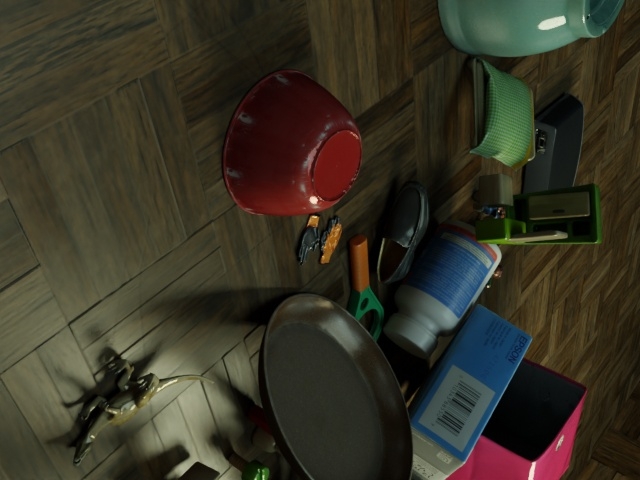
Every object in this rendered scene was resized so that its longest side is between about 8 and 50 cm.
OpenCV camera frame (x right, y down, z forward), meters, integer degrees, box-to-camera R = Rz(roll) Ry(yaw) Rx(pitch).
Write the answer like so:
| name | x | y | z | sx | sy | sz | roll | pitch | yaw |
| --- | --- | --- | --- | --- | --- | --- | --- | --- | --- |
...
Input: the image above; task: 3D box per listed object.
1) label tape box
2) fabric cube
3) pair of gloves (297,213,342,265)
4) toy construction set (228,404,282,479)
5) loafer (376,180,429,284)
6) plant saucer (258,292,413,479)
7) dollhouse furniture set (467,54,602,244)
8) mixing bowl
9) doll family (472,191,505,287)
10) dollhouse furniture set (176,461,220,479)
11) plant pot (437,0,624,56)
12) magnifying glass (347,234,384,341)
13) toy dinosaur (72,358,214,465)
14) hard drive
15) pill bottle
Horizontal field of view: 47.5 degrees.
| name | x | y | z | sx | sy | sz | roll | pitch | yaw |
| --- | --- | --- | --- | --- | --- | --- | --- | --- | --- |
| label tape box | 0.219 | 0.298 | 1.281 | 0.249 | 0.115 | 0.348 | -53 | 166 | -27 |
| fabric cube | 0.392 | 0.425 | 1.580 | 0.254 | 0.259 | 0.258 | -35 | 136 | -38 |
| pair of gloves | 0.000 | 0.000 | 1.014 | 0.083 | 0.010 | 0.074 | 3 | 108 | -53 |
| toy construction set | 0.028 | 0.372 | 1.079 | 0.257 | 0.237 | 0.309 | -54 | 144 | -16 |
| loafer | 0.125 | -0.008 | 1.122 | 0.061 | 0.062 | 0.170 | -33 | 136 | -61 |
| plant saucer | 0.017 | 0.222 | 0.993 | 0.050 | 0.310 | 0.310 | -31 | 158 | 28 |
| dollhouse furniture set | 0.350 | -0.145 | 1.178 | 0.197 | 0.151 | 0.301 | 6 | 82 | -56 |
| mixing bowl | -0.016 | -0.101 | 0.854 | 0.181 | 0.098 | 0.181 | -30 | 131 | -40 |
| doll family | 0.321 | -0.011 | 1.384 | 0.111 | 0.076 | 0.193 | 9 | 100 | -50 |
| dollhouse furniture set | -0.117 | 0.462 | 0.924 | 0.135 | 0.259 | 0.262 | -32 | 133 | -53 |
| plant pot | 0.331 | -0.397 | 1.049 | 0.293 | 0.196 | 0.293 | -31 | 134 | -39 |
| magnifying glass | 0.064 | 0.091 | 1.147 | 0.092 | 0.026 | 0.231 | -37 | 138 | -35 |
| toy dinosaur | -0.210 | 0.174 | 0.820 | 0.183 | 0.053 | 0.092 | -31 | 149 | -30 |
| hard drive | 0.490 | -0.163 | 1.531 | 0.172 | 0.054 | 0.254 | -36 | 136 | -36 |
| pill bottle | 0.202 | 0.085 | 1.236 | 0.221 | 0.124 | 0.124 | -55 | 144 | -16 |
